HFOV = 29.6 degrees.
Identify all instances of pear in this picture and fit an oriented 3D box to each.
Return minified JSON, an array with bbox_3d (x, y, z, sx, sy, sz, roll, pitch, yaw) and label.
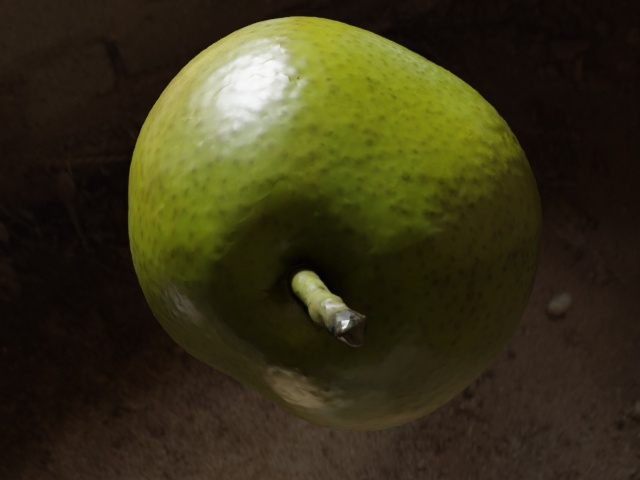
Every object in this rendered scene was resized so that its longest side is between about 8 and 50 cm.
[{"bbox_3d":[0.000,0.000,0.493,0.180,0.216,0.166,42,108,-4],"label":"pear"}]
